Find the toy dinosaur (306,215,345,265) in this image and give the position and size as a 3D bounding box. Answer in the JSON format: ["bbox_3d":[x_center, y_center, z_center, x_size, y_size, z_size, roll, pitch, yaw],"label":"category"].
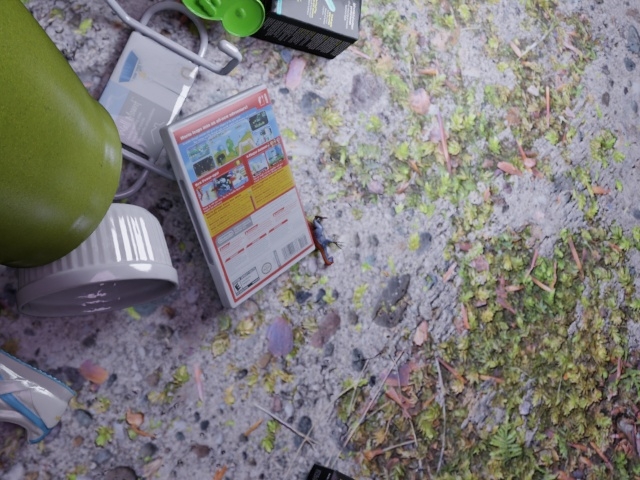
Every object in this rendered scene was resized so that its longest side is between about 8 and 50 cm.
[{"bbox_3d":[0.000,0.000,1.226,0.090,0.047,0.082,4,89,8],"label":"toy dinosaur"}]

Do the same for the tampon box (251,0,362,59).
[{"bbox_3d":[-0.023,-0.396,1.226,0.161,0.101,0.120,11,78,-25],"label":"tampon box"}]

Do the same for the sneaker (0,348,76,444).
[{"bbox_3d":[-0.441,0.182,0.945,0.229,0.087,0.092,33,72,-16],"label":"sneaker"}]

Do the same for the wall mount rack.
[{"bbox_3d":[-0.291,-0.249,1.057,0.304,0.130,0.349,26,71,-21],"label":"wall mount rack"}]

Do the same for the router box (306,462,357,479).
[{"bbox_3d":[0.039,0.543,1.129,0.243,0.081,0.308,32,70,-19],"label":"router box"}]

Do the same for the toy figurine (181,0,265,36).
[{"bbox_3d":[-0.166,-0.431,1.153,0.130,0.159,0.173,-31,140,8],"label":"toy figurine"}]

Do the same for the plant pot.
[{"bbox_3d":[-0.402,-0.122,0.756,0.353,0.367,0.366,40,58,-64],"label":"plant pot"}]

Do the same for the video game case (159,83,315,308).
[{"bbox_3d":[-0.114,-0.069,1.100,0.204,0.025,0.285,-36,118,-41],"label":"video game case"}]

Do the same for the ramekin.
[{"bbox_3d":[-0.301,0.027,0.976,0.207,0.207,0.108,-5,76,-27],"label":"ramekin"}]
